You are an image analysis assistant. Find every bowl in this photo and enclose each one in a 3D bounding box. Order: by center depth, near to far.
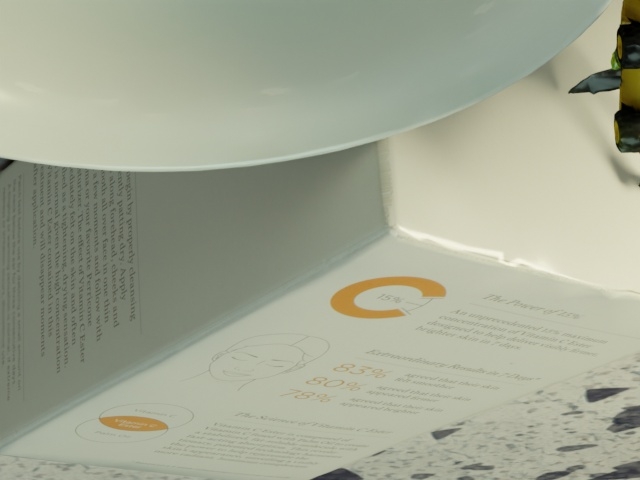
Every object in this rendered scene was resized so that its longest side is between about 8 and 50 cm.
[{"bbox_3d":[-0.048,-0.143,0.528,0.298,0.134,0.298,-5,157,-2],"label":"bowl"}]

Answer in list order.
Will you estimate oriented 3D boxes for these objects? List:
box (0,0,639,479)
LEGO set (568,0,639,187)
[{"bbox_3d":[0.000,0.000,0.828,0.215,0.168,0.345,13,152,-36],"label":"box"},{"bbox_3d":[0.256,-0.138,0.618,0.331,0.192,0.255,-13,127,5],"label":"LEGO set"}]
